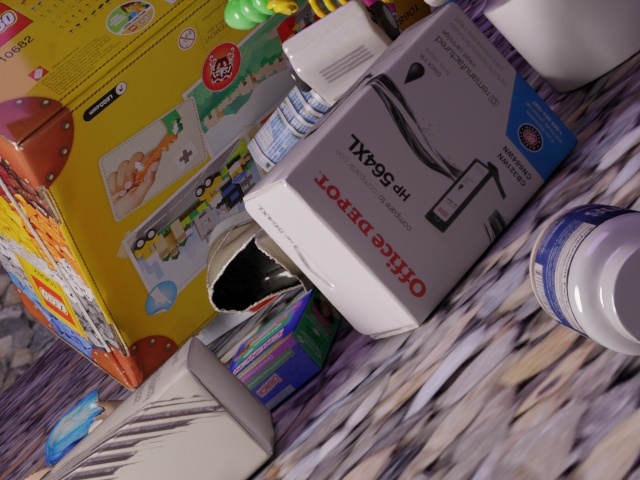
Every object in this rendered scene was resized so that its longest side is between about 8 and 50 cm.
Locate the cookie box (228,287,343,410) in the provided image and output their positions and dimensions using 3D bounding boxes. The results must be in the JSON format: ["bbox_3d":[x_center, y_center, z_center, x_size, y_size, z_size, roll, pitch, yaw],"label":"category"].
[{"bbox_3d":[-0.033,0.095,1.349,0.092,0.040,0.107,-40,10,21],"label":"cookie box"}]

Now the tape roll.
[{"bbox_3d":[0.277,-0.259,1.434,0.286,0.100,0.286,-42,8,7],"label":"tape roll"}]

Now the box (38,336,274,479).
[{"bbox_3d":[-0.163,0.204,1.235,0.275,0.094,0.113,-44,8,4],"label":"box"}]

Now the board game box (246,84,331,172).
[{"bbox_3d":[0.035,-0.097,1.652,0.194,0.060,0.194,2,-40,-41],"label":"board game box"}]

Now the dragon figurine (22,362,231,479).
[{"bbox_3d":[-0.202,0.193,1.505,0.289,0.085,0.144,-47,9,-11],"label":"dragon figurine"}]

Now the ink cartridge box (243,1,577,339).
[{"bbox_3d":[0.067,-0.050,1.218,0.203,0.148,0.086,-48,11,-23],"label":"ink cartridge box"}]

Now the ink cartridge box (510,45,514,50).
[{"bbox_3d":[0.272,-0.299,1.701,0.224,0.045,0.223,-42,-2,-1],"label":"ink cartridge box"}]

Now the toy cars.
[{"bbox_3d":[0.071,-0.184,1.364,0.176,0.087,0.394,-15,-22,-20],"label":"toy cars"}]

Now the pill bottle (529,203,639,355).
[{"bbox_3d":[0.145,0.018,0.788,0.067,0.067,0.120,-44,8,-2],"label":"pill bottle"}]

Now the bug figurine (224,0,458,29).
[{"bbox_3d":[0.032,-0.231,1.475,0.279,0.072,0.216,3,-19,-44],"label":"bug figurine"}]

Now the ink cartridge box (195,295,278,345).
[{"bbox_3d":[-0.067,0.034,1.808,0.179,0.045,0.145,-39,10,47],"label":"ink cartridge box"}]

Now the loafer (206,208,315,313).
[{"bbox_3d":[0.000,0.000,1.347,0.251,0.094,0.087,-30,29,38],"label":"loafer"}]

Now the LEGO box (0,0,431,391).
[{"bbox_3d":[-0.120,-0.156,1.695,0.193,0.372,0.500,32,64,35],"label":"LEGO box"}]
